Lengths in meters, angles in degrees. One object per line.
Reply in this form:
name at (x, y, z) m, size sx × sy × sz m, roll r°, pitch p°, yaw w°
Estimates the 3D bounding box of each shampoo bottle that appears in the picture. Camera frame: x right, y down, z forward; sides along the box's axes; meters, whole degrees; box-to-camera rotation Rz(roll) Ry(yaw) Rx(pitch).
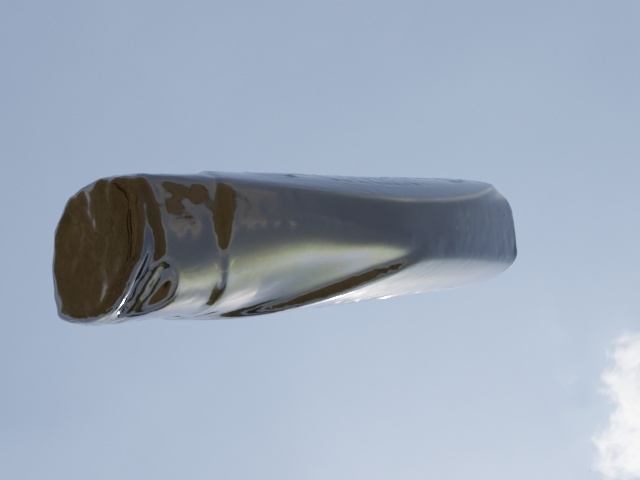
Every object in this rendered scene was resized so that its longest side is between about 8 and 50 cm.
shampoo bottle at (0.000, 0.000, 0.517) m, size 0.126 × 0.350 × 0.084 m, roll -8°, pitch -93°, yaw 37°
